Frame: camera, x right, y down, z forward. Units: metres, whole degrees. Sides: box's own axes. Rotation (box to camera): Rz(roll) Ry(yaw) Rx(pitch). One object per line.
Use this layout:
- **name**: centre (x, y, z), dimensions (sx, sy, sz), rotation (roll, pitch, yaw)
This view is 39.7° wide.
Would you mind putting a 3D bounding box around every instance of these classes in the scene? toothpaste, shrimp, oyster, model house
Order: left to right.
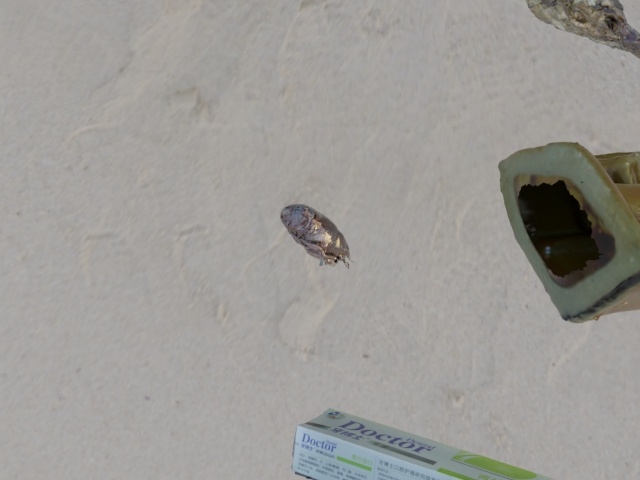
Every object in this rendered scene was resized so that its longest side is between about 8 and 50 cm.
- **shrimp**: centre (0.001, -0.001, 1.410), dimensions (0.073, 0.075, 0.190), rotation (-2, 156, 36)
- **toothpaste**: centre (0.128, 0.276, 1.021), dimensions (0.336, 0.081, 0.067), rotation (12, 102, 29)
- **oyster**: centre (0.366, -0.342, 1.264), dimensions (0.259, 0.198, 0.092), rotation (41, 97, -18)
- **model house**: centre (0.347, -0.026, 0.941), dimensions (0.239, 0.268, 0.173), rotation (-4, 139, -16)
